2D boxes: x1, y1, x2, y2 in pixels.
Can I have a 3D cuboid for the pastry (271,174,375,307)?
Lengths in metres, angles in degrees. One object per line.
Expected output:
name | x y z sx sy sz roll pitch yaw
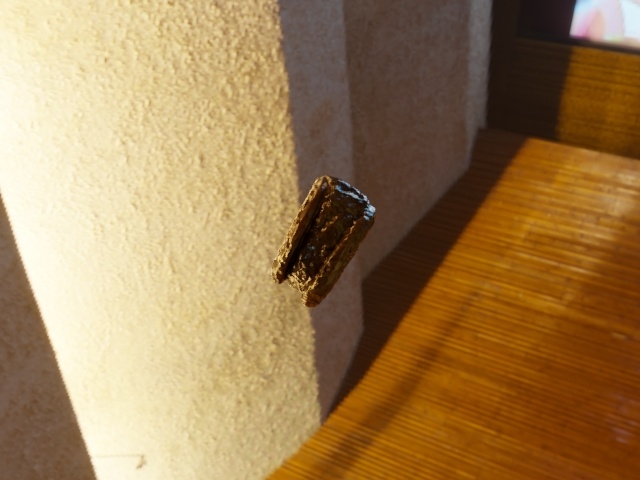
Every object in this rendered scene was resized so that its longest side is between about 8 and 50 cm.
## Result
pastry | 0.000 0.000 0.681 0.097 0.057 0.109 -58 0 33
